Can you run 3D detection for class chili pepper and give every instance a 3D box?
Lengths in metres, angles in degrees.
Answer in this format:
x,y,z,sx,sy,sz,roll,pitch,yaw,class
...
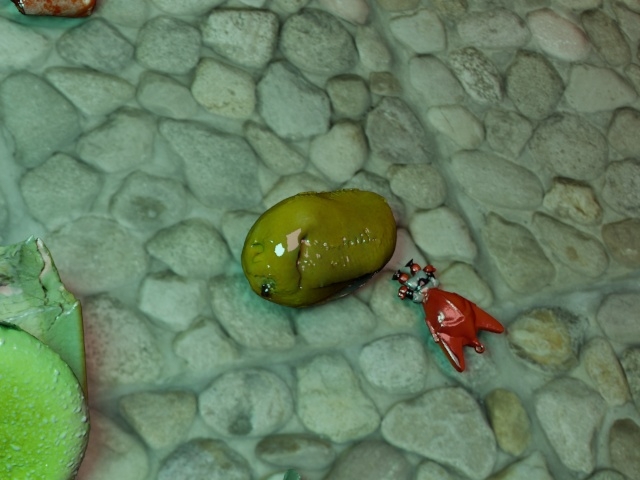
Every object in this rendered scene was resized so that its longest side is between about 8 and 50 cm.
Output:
x,y,z,sx,sy,sz,roll,pitch,yaw,class
-0.358,-0.363,1.402,0.192,0.084,0.086,-13,86,-24,chili pepper

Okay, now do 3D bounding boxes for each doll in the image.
x,y,z,sx,sy,sz,roll,pitch,yaw,class
0.177,0.099,1.411,0.109,0.057,0.169,-37,84,-32,doll

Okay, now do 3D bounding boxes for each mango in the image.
x,y,z,sx,sy,sz,roll,pitch,yaw,class
0.000,0.000,1.332,0.248,0.156,0.151,-23,39,-33,mango

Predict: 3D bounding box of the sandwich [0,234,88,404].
x,y,z,sx,sy,sz,roll,pitch,yaw,class
-0.344,0.135,1.072,0.155,0.198,0.227,-18,72,-31,sandwich

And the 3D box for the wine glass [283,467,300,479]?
x,y,z,sx,sy,sz,roll,pitch,yaw,class
-0.146,0.323,1.142,0.262,0.074,0.074,-5,66,-24,wine glass

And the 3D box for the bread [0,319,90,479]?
x,y,z,sx,sy,sz,roll,pitch,yaw,class
-0.375,0.208,0.988,0.301,0.301,0.045,-1,26,-24,bread
